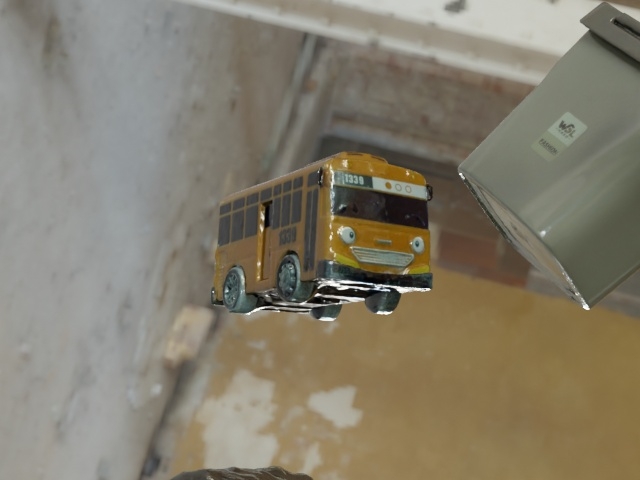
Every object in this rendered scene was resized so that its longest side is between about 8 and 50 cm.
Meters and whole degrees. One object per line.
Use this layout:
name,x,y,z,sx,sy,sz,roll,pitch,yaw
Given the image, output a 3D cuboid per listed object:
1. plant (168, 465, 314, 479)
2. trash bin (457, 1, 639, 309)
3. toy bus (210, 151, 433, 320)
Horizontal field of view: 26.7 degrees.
plant,-0.062,0.325,1.287,0.188,0.199,0.276,-44,144,13
trash bin,0.296,-0.082,1.377,0.250,0.220,0.219,-43,134,-1
toy bus,0.000,0.000,1.041,0.201,0.098,0.114,-15,-110,60
